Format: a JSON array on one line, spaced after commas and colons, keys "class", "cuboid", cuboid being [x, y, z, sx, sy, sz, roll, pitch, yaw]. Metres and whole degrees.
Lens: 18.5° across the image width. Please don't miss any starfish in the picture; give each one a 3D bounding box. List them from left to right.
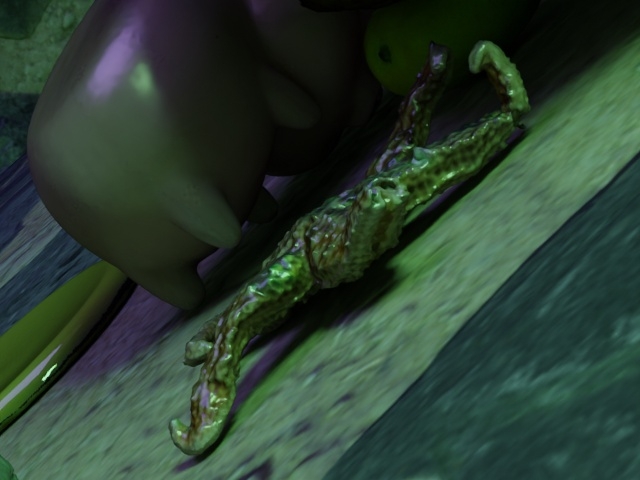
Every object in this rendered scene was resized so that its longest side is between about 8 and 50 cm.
[{"class": "starfish", "cuboid": [0.008, 0.007, 0.807, 0.210, 0.053, 0.150, -52, 2, -23]}]

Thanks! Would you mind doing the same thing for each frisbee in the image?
[{"class": "frisbee", "cuboid": [-0.204, 0.089, 1.245, 0.236, 0.017, 0.236, -40, 12, 10]}]

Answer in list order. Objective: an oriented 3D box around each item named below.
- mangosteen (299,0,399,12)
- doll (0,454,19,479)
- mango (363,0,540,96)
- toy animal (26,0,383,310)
[{"class": "mangosteen", "cuboid": [0.077, -0.286, 0.864, 0.381, 0.381, 0.421, -54, -10, -47]}, {"class": "doll", "cuboid": [-0.171, 0.131, 0.830, 0.103, 0.071, 0.214, -45, 8, -19]}, {"class": "mango", "cuboid": [0.070, -0.113, 0.975, 0.108, 0.056, 0.073, -43, 16, -19]}, {"class": "toy animal", "cuboid": [-0.056, -0.087, 1.053, 0.250, 0.154, 0.166, -48, -1, -40]}]
